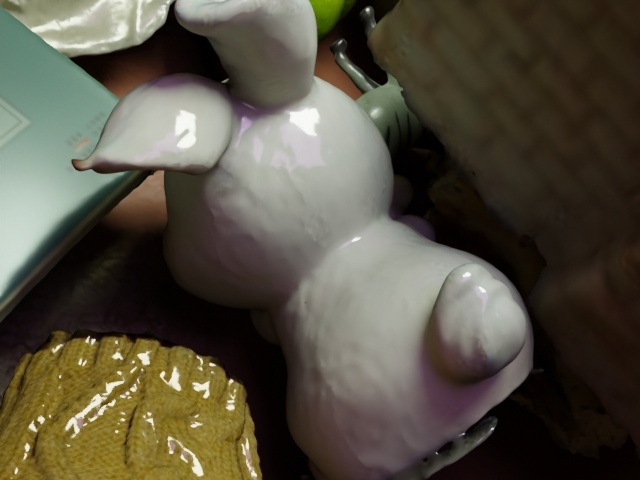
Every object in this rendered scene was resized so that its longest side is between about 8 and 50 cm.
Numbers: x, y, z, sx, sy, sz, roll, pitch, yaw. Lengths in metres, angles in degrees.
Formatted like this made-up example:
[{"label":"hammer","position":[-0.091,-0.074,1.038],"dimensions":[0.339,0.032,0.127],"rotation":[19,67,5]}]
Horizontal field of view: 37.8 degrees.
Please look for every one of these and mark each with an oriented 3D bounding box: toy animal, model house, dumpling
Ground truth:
[{"label":"toy animal","position":[0.059,-0.102,0.812],"dimensions":[0.176,0.073,0.217],"rotation":[48,64,-1]},{"label":"toy animal","position":[-0.003,0.002,0.593],"dimensions":[0.183,0.247,0.310],"rotation":[-32,88,-3]},{"label":"model house","position":[0.333,-0.122,0.566],"dimensions":[0.395,0.400,0.445],"rotation":[-36,87,-36]},{"label":"dumpling","position":[-0.195,-0.227,0.714],"dimensions":[0.193,0.147,0.258],"rotation":[45,59,-6]}]

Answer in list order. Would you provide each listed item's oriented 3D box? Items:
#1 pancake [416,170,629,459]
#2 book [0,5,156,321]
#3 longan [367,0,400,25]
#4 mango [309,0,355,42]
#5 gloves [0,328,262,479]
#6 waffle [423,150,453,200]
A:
[{"label":"pancake","position":[0.130,0.055,0.746],"dimensions":[0.244,0.057,0.266],"rotation":[-5,65,-28]},{"label":"book","position":[-0.304,-0.101,0.547],"dimensions":[0.379,0.031,0.264],"rotation":[39,48,-2]},{"label":"longan","position":[0.148,-0.257,0.905],"dimensions":[0.215,0.246,0.246],"rotation":[-1,50,-1]},{"label":"mango","position":[-0.033,-0.250,0.803],"dimensions":[0.175,0.143,0.293],"rotation":[60,13,-23]},{"label":"gloves","position":[-0.113,0.194,0.404],"dimensions":[0.203,0.155,0.356],"rotation":[19,49,-15]},{"label":"waffle","position":[0.179,-0.048,0.891],"dimensions":[0.191,0.038,0.191],"rotation":[17,47,-20]}]
